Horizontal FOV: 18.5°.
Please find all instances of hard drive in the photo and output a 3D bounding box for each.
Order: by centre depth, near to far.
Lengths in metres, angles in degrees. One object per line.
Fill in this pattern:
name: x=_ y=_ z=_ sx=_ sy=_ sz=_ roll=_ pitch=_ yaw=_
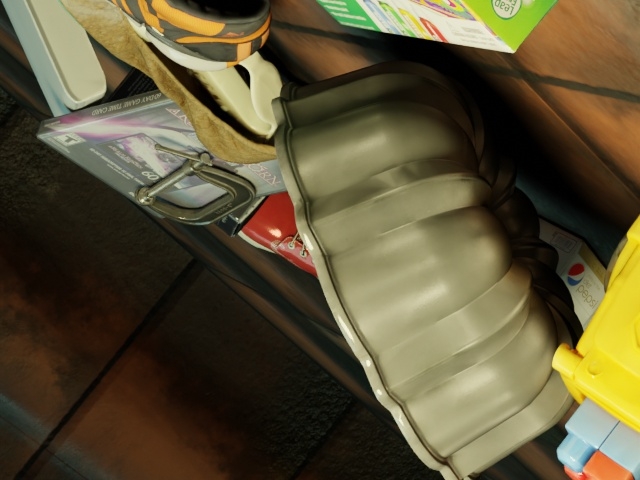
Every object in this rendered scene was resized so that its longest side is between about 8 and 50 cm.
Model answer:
hard drive: x=-0.306 y=-0.243 z=2.164 sx=0.233 sy=0.047 sz=0.353 roll=66 pitch=170 yaw=-1

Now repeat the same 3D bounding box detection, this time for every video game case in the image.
video game case: x=-0.135 y=-0.095 z=2.054 sx=0.274 sy=0.026 sz=0.196 roll=-10 pitch=147 yaw=40

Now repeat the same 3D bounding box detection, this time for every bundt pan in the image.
bundt pan: x=0.094 y=0.007 z=1.447 sx=0.331 sy=0.124 sz=0.331 roll=57 pitch=-165 yaw=-25

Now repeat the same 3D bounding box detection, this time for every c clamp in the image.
c clamp: x=-0.143 y=-0.058 z=2.088 sx=0.137 sy=0.022 sz=0.160 roll=17 pitch=153 yaw=-23

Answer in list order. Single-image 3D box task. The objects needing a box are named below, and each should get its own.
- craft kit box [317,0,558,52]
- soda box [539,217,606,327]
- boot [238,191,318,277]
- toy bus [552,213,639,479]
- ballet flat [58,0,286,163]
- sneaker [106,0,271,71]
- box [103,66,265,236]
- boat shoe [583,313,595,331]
craft kit box: x=-0.003 y=-0.222 z=1.206 sx=0.246 sy=0.061 sz=0.250 roll=45 pitch=170 yaw=-23
soda box: x=0.153 y=0.006 z=1.724 sx=0.216 sy=0.069 sz=0.074 roll=32 pitch=170 yaw=46
boot: x=0.000 y=0.000 z=2.347 sx=0.244 sy=0.088 sz=0.176 roll=34 pitch=175 yaw=-26
toy bus: x=0.249 y=0.114 z=1.387 sx=0.149 sy=0.211 sz=0.220 roll=33 pitch=172 yaw=28
ballet flat: x=-0.114 y=-0.179 z=1.758 sx=0.124 sy=0.116 sz=0.342 roll=12 pitch=151 yaw=42
sneaker: x=-0.171 y=-0.261 z=1.581 sx=0.321 sy=0.124 sz=0.180 roll=29 pitch=169 yaw=-6
box: x=-0.141 y=-0.112 z=2.250 sx=0.207 sy=0.108 sz=0.153 roll=39 pitch=171 yaw=-2
boat shoe: x=0.297 y=0.131 z=1.741 sx=0.094 sy=0.109 sz=0.302 roll=26 pitch=-170 yaw=-34
